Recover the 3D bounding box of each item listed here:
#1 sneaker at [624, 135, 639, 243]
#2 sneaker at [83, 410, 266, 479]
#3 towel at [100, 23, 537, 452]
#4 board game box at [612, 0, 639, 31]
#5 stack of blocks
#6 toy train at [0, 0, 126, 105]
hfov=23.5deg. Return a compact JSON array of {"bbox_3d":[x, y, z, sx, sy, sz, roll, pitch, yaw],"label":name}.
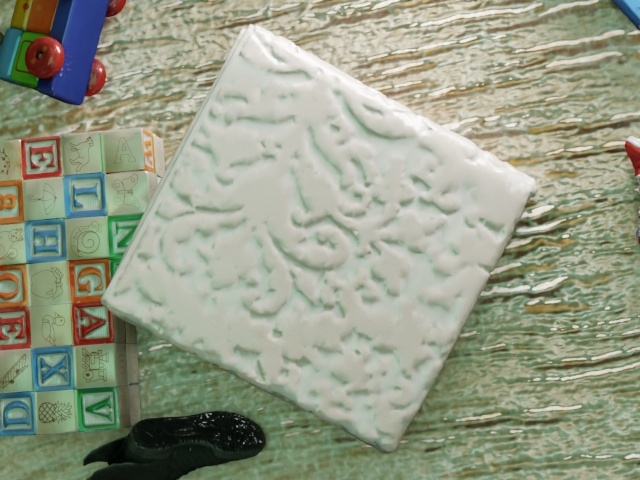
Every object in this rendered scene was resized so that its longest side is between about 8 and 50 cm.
[{"bbox_3d":[0.320,-0.041,1.503,0.067,0.042,0.118,-37,84,1],"label":"sneaker"},{"bbox_3d":[-0.147,0.215,1.545,0.170,0.089,0.051,3,51,-23],"label":"sneaker"},{"bbox_3d":[0.000,0.000,1.501,0.332,0.053,0.317,28,84,-4],"label":"towel"},{"bbox_3d":[0.316,-0.329,1.524,0.160,0.047,0.210,-42,80,3],"label":"board game box"},{"bbox_3d":[-0.242,0.044,1.556,0.171,0.087,0.297,-4,85,8],"label":"stack of blocks"},{"bbox_3d":[-0.282,-0.274,1.589,0.143,0.105,0.248,13,87,22],"label":"toy train"}]
